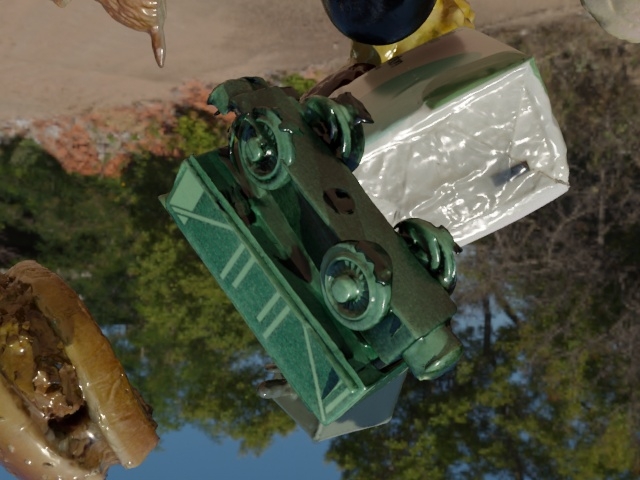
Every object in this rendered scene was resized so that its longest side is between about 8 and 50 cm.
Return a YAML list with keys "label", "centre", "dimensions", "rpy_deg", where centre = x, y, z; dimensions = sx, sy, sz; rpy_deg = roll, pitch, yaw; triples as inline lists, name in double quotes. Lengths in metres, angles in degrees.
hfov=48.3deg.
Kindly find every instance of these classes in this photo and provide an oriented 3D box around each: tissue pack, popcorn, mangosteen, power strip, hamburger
- label: "tissue pack"
  centre: [0.143, -0.137, 0.943]
  dimensions: [0.266, 0.194, 0.356]
  rpy_deg: [-26, -160, 10]
- label: "popcorn"
  centre: [0.156, -0.450, 1.573]
  dimensions: [0.381, 0.349, 0.349]
  rpy_deg: [25, 167, -36]
- label: "mangosteen"
  centre: [0.118, -0.483, 1.285]
  dimensions: [0.235, 0.236, 0.261]
  rpy_deg: [4, -145, 43]
- label: "power strip"
  centre: [0.009, 0.219, 1.134]
  dimensions: [0.224, 0.139, 0.140]
  rpy_deg: [-2, -153, -41]
- label: "hamburger"
  centre: [-0.484, 0.203, 1.183]
  dimensions: [0.268, 0.445, 0.287]
  rpy_deg: [-32, 158, -23]

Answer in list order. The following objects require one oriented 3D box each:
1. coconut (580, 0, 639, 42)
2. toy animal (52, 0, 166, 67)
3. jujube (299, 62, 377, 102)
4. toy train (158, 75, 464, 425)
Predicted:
- label: "coconut"
  centre: [0.553, -0.475, 1.116]
  dimensions: [0.328, 0.329, 0.329]
  rpy_deg: [2, -178, 0]
- label: "toy animal"
  centre: [-0.301, -0.326, 0.961]
  dimensions: [0.185, 0.184, 0.104]
  rpy_deg: [-3, -174, -13]
- label: "jujube"
  centre: [0.030, -0.215, 1.474]
  dimensions: [0.223, 0.223, 0.318]
  rpy_deg: [0, 144, -50]
- label: "toy train"
  centre: [0.000, 0.000, 0.537]
  dimensions: [0.115, 0.269, 0.154]
  rpy_deg: [-25, 160, -38]
